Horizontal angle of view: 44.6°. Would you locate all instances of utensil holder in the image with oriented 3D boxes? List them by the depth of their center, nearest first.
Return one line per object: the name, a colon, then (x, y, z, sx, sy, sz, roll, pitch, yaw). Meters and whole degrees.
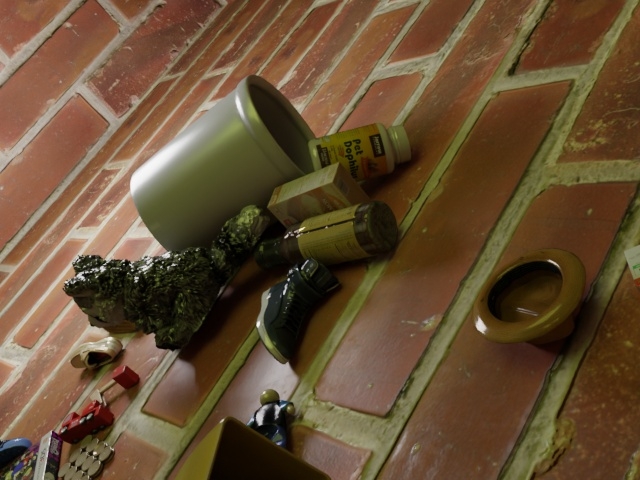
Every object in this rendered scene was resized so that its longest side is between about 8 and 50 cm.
utensil holder: (-0.216, -0.154, 1.894, 0.385, 0.327, 0.327, -35, 29, 18)

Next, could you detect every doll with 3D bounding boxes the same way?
doll: (-0.094, 0.332, 1.365, 0.129, 0.046, 0.189, -30, 31, 18)

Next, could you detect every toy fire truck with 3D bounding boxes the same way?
toy fire truck: (-0.516, 0.381, 1.812, 0.192, 0.047, 0.135, -29, 31, 23)

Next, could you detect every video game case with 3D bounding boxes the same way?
video game case: (-0.691, 0.572, 1.773, 0.232, 0.042, 0.210, -37, 28, 9)

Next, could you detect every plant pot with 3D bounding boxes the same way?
plant pot: (-0.135, 0.424, 1.147, 0.187, 0.212, 0.212, -37, 26, 37)

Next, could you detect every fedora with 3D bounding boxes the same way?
fedora: (0.317, 0.097, 1.149, 0.194, 0.079, 0.194, -35, 24, 18)

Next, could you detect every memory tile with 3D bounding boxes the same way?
memory tile: (-0.510, 0.484, 1.702, 0.148, 0.012, 0.113, 2, 51, 53)

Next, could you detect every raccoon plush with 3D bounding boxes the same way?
raccoon plush: (-0.364, 0.036, 1.767, 0.446, 0.299, 0.216, -56, 16, -1)

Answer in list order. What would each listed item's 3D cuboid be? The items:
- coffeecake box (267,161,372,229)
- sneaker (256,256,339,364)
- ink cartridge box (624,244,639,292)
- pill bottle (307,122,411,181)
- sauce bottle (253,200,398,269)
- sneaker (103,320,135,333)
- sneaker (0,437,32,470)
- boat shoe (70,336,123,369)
coffeecake box: (0.003, -0.073, 1.693, 0.185, 0.142, 0.068, -19, 37, 36)
sneaker: (-0.040, 0.128, 1.534, 0.163, 0.086, 0.226, -35, 28, 17)
ink cartridge box: (0.468, 0.047, 1.082, 0.063, 0.029, 0.115, -27, 32, 25)
pill bottle: (0.086, -0.191, 1.729, 0.215, 0.117, 0.117, -15, 31, -1)
sauce bottle: (0.000, 0.000, 1.632, 0.344, 0.111, 0.111, -12, 41, 42)
sneaker: (-0.521, 0.194, 2.060, 0.185, 0.069, 0.084, -2, 39, 41)
sneaker: (-0.789, 0.521, 1.919, 0.232, 0.081, 0.090, -30, 38, 23)
boat shoe: (-0.581, 0.296, 1.988, 0.170, 0.063, 0.059, -24, 28, 28)
